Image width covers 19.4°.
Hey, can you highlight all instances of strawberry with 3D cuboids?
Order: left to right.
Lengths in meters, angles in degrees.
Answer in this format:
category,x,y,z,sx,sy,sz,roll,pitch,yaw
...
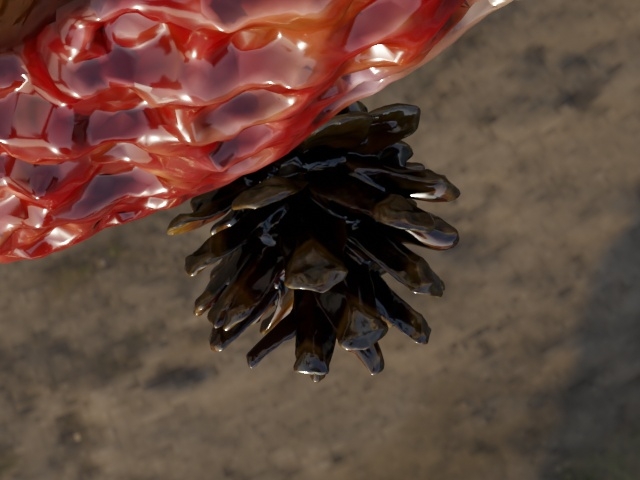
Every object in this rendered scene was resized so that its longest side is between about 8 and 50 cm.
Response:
category,x,y,z,sx,sy,sz,roll,pitch,yaw
strawberry,-0.010,-0.108,0.557,0.149,0.265,0.336,35,112,-31

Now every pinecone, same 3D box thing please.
category,x,y,z,sx,sy,sz,roll,pitch,yaw
pinecone,0.000,0.003,1.373,0.202,0.201,0.229,1,165,35
